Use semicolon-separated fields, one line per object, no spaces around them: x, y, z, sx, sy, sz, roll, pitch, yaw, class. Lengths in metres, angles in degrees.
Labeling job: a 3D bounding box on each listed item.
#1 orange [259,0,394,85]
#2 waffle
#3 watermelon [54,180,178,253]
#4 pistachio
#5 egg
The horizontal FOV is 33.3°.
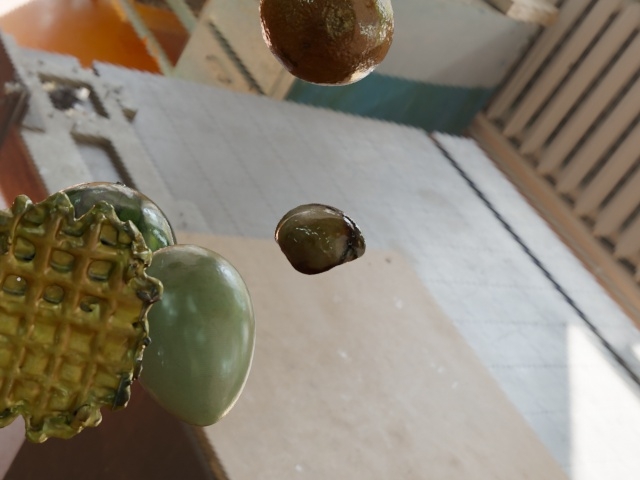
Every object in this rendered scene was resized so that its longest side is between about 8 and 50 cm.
0.017;-0.405;1.926;0.264;0.264;0.264;26;28;-15;orange
-0.294;0.089;1.179;0.280;0.262;0.060;62;-1;-23;waffle
-0.419;-0.023;2.213;0.330;0.189;0.331;20;-1;0;watermelon
0.000;0.000;2.413;0.210;0.165;0.130;10;-5;11;pistachio
-0.210;0.151;1.708;0.218;0.218;0.295;4;71;-44;egg
